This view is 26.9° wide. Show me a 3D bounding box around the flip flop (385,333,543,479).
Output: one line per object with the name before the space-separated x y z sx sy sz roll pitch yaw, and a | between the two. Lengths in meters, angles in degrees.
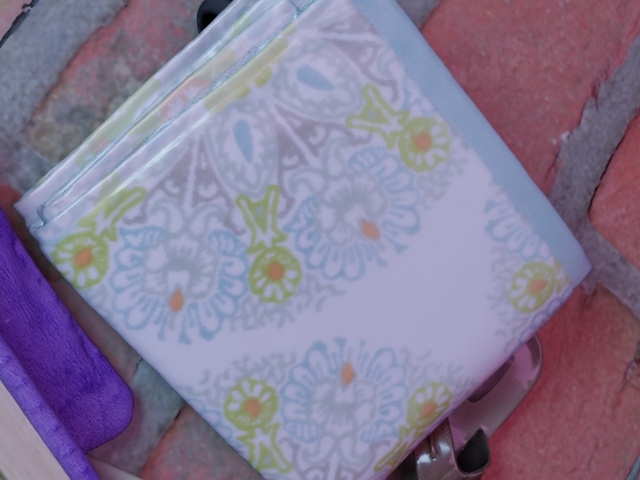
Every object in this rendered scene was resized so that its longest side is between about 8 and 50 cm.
flip flop | 0.110 0.171 1.149 0.277 0.080 0.112 -45 108 -23

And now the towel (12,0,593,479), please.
towel | 0.000 0.000 1.036 0.320 0.090 0.374 -42 112 -3

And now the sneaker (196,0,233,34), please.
sneaker | 0.011 -0.119 1.109 0.147 0.104 0.296 -43 102 -21

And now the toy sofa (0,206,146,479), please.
toy sofa | -0.225 0.059 0.879 0.177 0.150 0.363 -44 123 -28
